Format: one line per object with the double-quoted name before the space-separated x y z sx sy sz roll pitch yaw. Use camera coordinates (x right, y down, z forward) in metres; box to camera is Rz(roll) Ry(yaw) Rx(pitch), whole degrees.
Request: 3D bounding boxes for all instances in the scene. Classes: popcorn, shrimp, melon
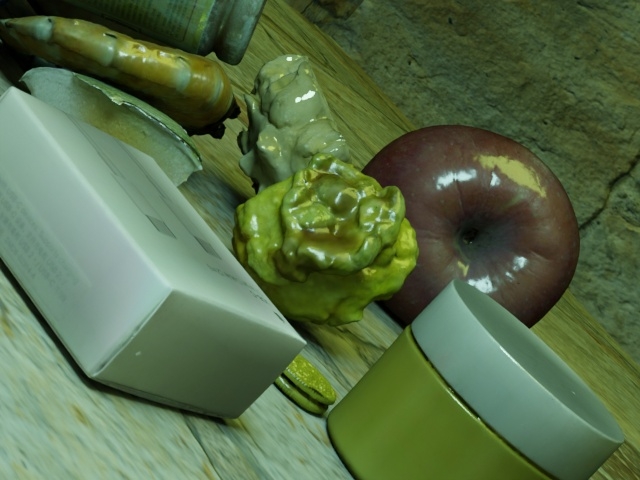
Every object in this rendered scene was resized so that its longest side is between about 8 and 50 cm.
"popcorn" 0.001 -0.005 1.821 0.197 0.197 0.155 51 -16 39
"shrimp" -0.213 -0.176 1.903 0.272 0.085 0.445 16 -2 11
"melon" -0.207 -0.108 1.742 0.202 0.093 0.139 33 10 3

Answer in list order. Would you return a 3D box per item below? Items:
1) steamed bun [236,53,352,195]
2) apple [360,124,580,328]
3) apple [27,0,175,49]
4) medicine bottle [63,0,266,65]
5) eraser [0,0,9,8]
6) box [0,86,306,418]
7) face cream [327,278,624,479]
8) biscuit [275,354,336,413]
"steamed bun" -0.028 -0.079 2.067 0.292 0.137 0.295 70 -4 -59
"apple" 0.182 -0.007 2.259 0.306 0.305 0.235 41 1 -5
"apple" -0.243 -0.336 2.063 0.257 0.234 0.257 52 -1 2
"medicine bottle" -0.211 -0.311 1.862 0.322 0.151 0.151 23 12 -4
"eraser" -0.408 -0.285 1.832 0.144 0.042 0.312 40 11 -9
"box" -0.158 0.014 1.381 0.251 0.106 0.203 50 11 31
"face cream" 0.142 0.174 1.611 0.218 0.179 0.218 41 10 -9
"biscuit" -0.021 0.128 1.630 0.084 0.023 0.084 41 10 -9
